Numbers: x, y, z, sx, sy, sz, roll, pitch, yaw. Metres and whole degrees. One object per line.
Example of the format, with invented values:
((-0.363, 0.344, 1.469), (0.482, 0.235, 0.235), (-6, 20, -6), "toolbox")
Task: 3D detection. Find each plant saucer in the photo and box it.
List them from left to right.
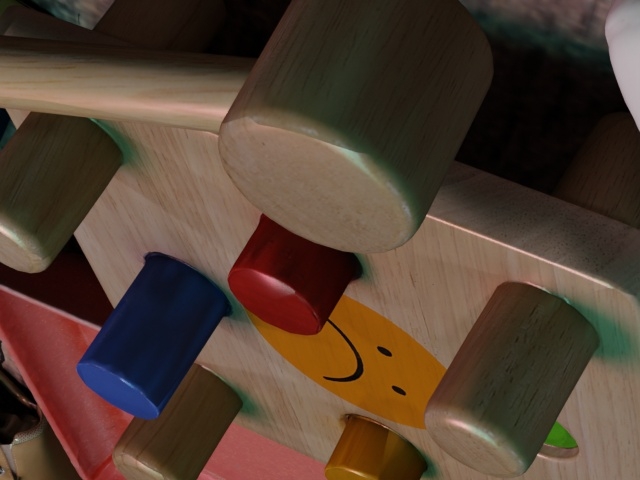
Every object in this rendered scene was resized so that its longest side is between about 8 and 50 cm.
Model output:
((-0.036, 0.107, 1.024), (0.259, 0.047, 0.258), (21, 154, 20), "plant saucer")

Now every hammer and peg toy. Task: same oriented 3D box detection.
((0.000, 0.000, 0.676), (0.266, 0.127, 0.361), (21, 154, 25), "hammer and peg toy")

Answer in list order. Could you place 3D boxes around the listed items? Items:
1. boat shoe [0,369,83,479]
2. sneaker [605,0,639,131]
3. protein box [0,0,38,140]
((-0.196, 0.123, 1.225), (0.072, 0.068, 0.190), (-12, 133, 41), "boat shoe")
((0.142, 0.013, 0.575), (0.080, 0.094, 0.212), (3, 144, 49), "sneaker")
((-0.234, -0.018, 0.820), (0.136, 0.200, 0.201), (33, 156, -5), "protein box")
